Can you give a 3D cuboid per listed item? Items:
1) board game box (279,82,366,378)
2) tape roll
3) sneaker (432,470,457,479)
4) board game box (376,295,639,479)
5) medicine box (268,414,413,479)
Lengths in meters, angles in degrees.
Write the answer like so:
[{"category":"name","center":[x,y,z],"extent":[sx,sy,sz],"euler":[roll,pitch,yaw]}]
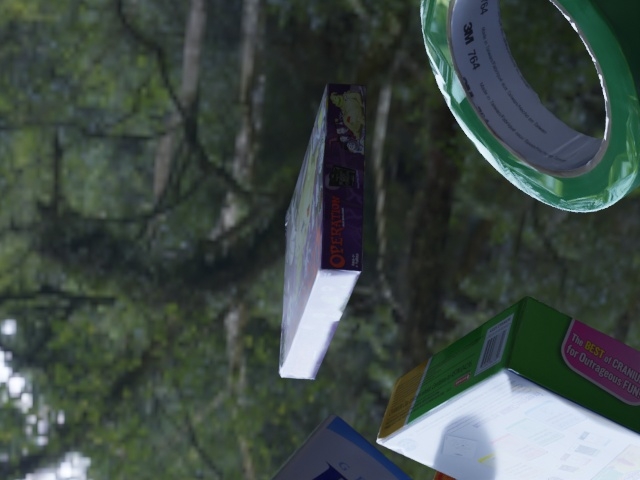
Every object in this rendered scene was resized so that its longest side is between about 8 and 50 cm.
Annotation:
[{"category":"board game box","center":[0.000,0.000,1.822],"extent":[0.056,0.347,0.208],"euler":[1,-113,-8]},{"category":"tape roll","center":[0.237,-0.187,1.750],"extent":[0.077,0.321,0.321],"euler":[-32,-130,-25]},{"category":"sneaker","center":[0.107,0.273,1.534],"extent":[0.067,0.064,0.175],"euler":[-18,-147,49]},{"category":"board game box","center":[0.237,0.173,1.370],"extent":[0.317,0.242,0.064],"euler":[26,-117,-13]},{"category":"medicine box","center":[0.016,0.306,1.178],"extent":[0.263,0.149,0.289],"euler":[40,-148,5]}]
